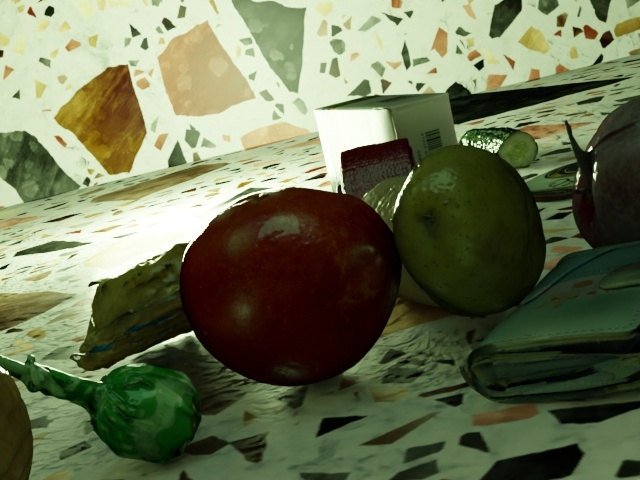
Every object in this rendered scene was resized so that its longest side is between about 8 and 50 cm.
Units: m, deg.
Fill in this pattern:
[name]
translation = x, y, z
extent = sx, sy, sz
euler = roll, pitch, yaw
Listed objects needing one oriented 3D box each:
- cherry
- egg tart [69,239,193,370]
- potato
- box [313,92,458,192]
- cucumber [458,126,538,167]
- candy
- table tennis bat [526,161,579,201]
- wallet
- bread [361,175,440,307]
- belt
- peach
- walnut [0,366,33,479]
[cherry]
translation = 0.366, -0.055, 1.183
extent = 0.266, 0.183, 0.213
euler = 14, -5, 3
[egg tart]
translation = -0.182, 0.063, 1.337
extent = 0.291, 0.107, 0.291
euler = -26, -3, -2
[potato]
translation = 0.145, -0.007, 1.126
extent = 0.144, 0.169, 0.248
euler = -21, -15, 17
[box]
translation = 0.109, -0.122, 1.766
extent = 0.106, 0.200, 0.299
euler = -17, 12, -19
[cucumber]
translation = 0.319, -0.172, 2.078
extent = 0.075, 0.074, 0.241
euler = -17, 11, -12
[candy]
translation = -0.259, 0.118, 0.999
extent = 0.324, 0.097, 0.097
euler = 22, 2, -16
[table tennis bat]
translation = 0.442, -0.113, 1.780
extent = 0.301, 0.022, 0.173
euler = -25, 16, -34
[wallet]
translation = 0.253, 0.066, 1.024
extent = 0.176, 0.075, 0.250
euler = -10, 13, 34
[bread]
translation = 0.123, 0.000, 1.300
extent = 0.134, 0.148, 0.141
euler = -11, 8, -26
[belt]
translation = 0.081, -0.046, 1.531
extent = 0.124, 0.128, 0.200
euler = -13, 49, 7
[peach]
translation = -0.020, 0.043, 1.144
extent = 0.244, 0.199, 0.243
euler = -12, 8, 2
[walnut]
translation = -0.338, 0.179, 0.883
extent = 0.228, 0.228, 0.228
euler = -14, 12, 3
